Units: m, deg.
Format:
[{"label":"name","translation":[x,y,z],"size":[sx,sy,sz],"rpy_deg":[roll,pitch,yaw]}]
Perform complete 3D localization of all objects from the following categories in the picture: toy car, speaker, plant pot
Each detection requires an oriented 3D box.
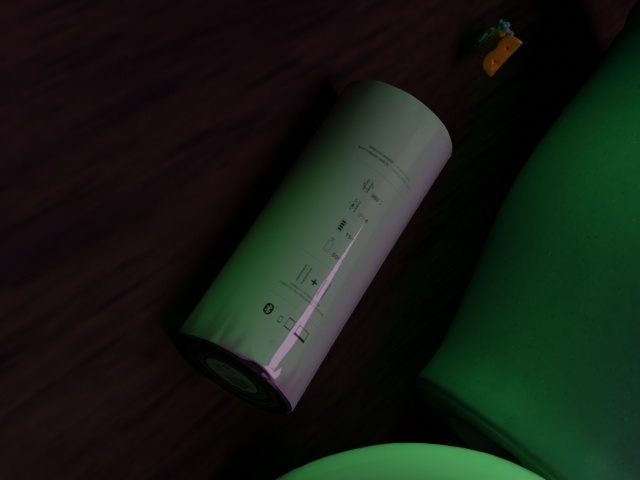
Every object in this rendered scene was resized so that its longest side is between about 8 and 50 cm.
[{"label":"toy car","translation":[0.087,-0.147,0.598],"size":[0.122,0.060,0.040],"rpy_deg":[-62,-164,18]},{"label":"speaker","translation":[0.000,0.000,0.506],"size":[0.136,0.055,0.055],"rpy_deg":[-58,146,-21]},{"label":"plant pot","translation":[0.196,0.043,0.663],"size":[0.255,0.272,0.271],"rpy_deg":[-47,144,-8]}]

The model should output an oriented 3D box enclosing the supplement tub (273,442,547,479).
[{"label":"supplement tub","translation":[0.069,0.256,0.586],"size":[0.228,0.228,0.316],"rpy_deg":[-57,147,-20]}]
